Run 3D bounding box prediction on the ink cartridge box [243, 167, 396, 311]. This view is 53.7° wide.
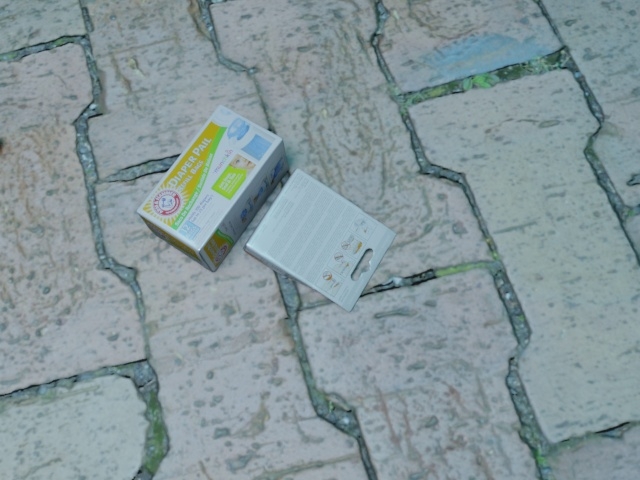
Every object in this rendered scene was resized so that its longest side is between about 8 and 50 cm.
[{"bbox_3d":[0.000,0.000,0.932,0.179,0.045,0.145,34,74,-6],"label":"ink cartridge box"}]

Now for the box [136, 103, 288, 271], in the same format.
[{"bbox_3d":[-0.151,-0.074,0.919,0.114,0.103,0.203,30,74,12],"label":"box"}]
